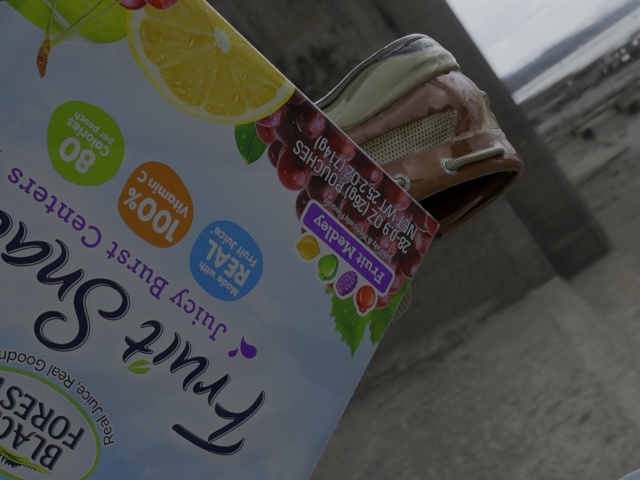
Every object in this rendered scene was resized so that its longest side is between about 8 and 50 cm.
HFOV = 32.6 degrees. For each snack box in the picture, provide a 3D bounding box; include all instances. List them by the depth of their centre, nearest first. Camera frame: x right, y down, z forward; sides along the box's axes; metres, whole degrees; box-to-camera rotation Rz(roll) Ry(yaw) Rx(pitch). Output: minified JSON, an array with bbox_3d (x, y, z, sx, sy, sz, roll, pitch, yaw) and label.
[{"bbox_3d":[-0.077,0.006,0.368,0.070,0.207,0.175,0,55,54],"label":"snack box"}]

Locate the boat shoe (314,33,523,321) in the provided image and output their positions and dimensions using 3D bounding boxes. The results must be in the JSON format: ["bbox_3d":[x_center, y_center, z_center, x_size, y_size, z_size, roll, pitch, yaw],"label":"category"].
[{"bbox_3d":[0.000,0.000,0.607,0.324,0.120,0.123,-39,-13,-30],"label":"boat shoe"}]

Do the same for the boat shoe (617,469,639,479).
[{"bbox_3d":[0.179,0.231,0.670,0.183,0.065,0.083,-60,-37,-13],"label":"boat shoe"}]
